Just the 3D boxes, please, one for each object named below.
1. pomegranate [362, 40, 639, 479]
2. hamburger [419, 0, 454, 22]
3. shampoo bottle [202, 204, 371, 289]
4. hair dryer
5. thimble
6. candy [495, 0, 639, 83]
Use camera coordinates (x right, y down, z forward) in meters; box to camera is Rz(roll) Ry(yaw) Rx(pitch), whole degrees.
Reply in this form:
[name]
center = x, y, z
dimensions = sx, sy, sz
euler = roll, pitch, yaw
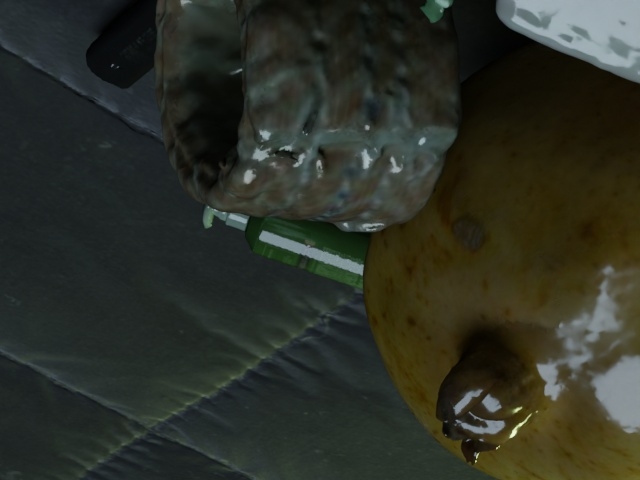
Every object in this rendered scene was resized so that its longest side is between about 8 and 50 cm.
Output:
[pomegranate]
center = 0.184, 0.029, 1.263
dimensions = 0.342, 0.342, 0.342
euler = 12, 147, 8
[hamburger]
center = 0.051, -0.212, 1.031
dimensions = 0.214, 0.125, 0.235
euler = 26, 131, 16
[shampoo bottle]
center = 0.000, 0.000, 1.614
dimensions = 0.204, 0.065, 0.065
euler = 19, 147, -2
[hair dryer]
center = -0.098, -0.166, 1.415
dimensions = 0.197, 0.089, 0.251
euler = 30, 154, -23
[thimble]
center = -0.016, -0.111, 1.207
dimensions = 0.148, 0.229, 0.196
euler = 1, 139, -20
[candy]
center = 0.299, -0.172, 1.120
dimensions = 0.358, 0.145, 0.208
euler = 20, 134, -6
